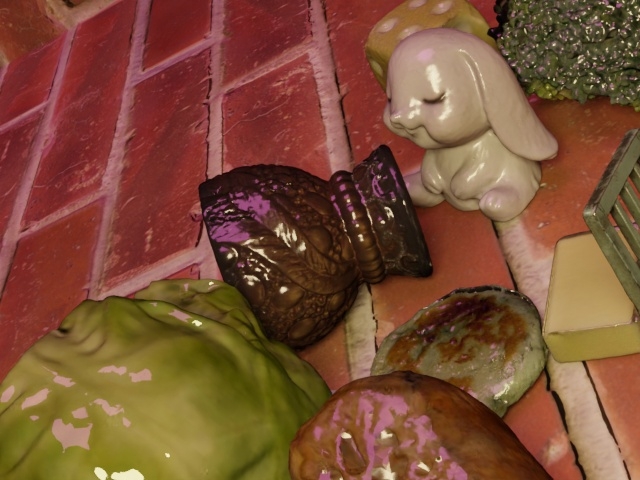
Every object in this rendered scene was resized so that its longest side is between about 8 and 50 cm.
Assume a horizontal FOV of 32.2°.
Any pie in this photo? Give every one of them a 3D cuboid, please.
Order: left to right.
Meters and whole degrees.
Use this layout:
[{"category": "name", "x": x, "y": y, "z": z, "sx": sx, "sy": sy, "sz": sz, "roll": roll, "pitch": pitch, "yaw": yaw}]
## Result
[{"category": "pie", "x": 0.166, "y": 0.145, "z": 1.350, "sx": 0.240, "sy": 0.054, "sz": 0.240, "roll": -22, "pitch": 33, "yaw": 15}]

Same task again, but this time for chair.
[{"category": "chair", "x": 0.394, "y": 0.025, "z": 1.100, "sx": 0.147, "sy": 0.270, "sz": 0.136, "roll": 1, "pitch": 44, "yaw": 44}]

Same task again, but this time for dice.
[{"category": "dice", "x": 0.188, "y": -0.297, "z": 1.822, "sx": 0.166, "sy": 0.169, "sz": 0.169, "roll": -39, "pitch": 31, "yaw": -7}]

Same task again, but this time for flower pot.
[{"category": "flower pot", "x": 0.000, "y": 0.000, "z": 1.521, "sx": 0.267, "sy": 0.266, "sz": 0.266, "roll": -19, "pitch": 32, "yaw": 0}]

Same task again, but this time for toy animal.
[{"category": "toy animal", "x": 0.188, "y": -0.181, "z": 1.575, "sx": 0.206, "sy": 0.265, "sz": 0.271, "roll": -45, "pitch": 31, "yaw": -23}]

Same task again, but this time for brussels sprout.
[{"category": "brussels sprout", "x": -0.165, "y": 0.245, "z": 1.258, "sx": 0.361, "sy": 0.342, "sz": 0.425, "roll": 29, "pitch": 26, "yaw": 14}]

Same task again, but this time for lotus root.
[{"category": "lotus root", "x": 0.066, "y": 0.260, "z": 1.036, "sx": 0.316, "sy": 0.250, "sz": 0.316, "roll": -10, "pitch": 59, "yaw": 16}]

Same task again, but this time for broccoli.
[{"category": "broccoli", "x": 0.428, "y": -0.336, "z": 1.586, "sx": 0.348, "sy": 0.293, "sz": 0.281, "roll": 12, "pitch": 10, "yaw": 27}]

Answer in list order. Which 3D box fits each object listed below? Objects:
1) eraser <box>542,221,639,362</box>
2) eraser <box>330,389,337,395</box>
[{"category": "eraser", "x": 0.331, "y": 0.060, "z": 1.309, "sx": 0.117, "sy": 0.058, "sz": 0.172, "roll": -13, "pitch": 37, "yaw": 29}, {"category": "eraser", "x": -0.021, "y": 0.222, "z": 1.438, "sx": 0.105, "sy": 0.026, "sz": 0.065, "roll": 0, "pitch": 42, "yaw": 42}]
